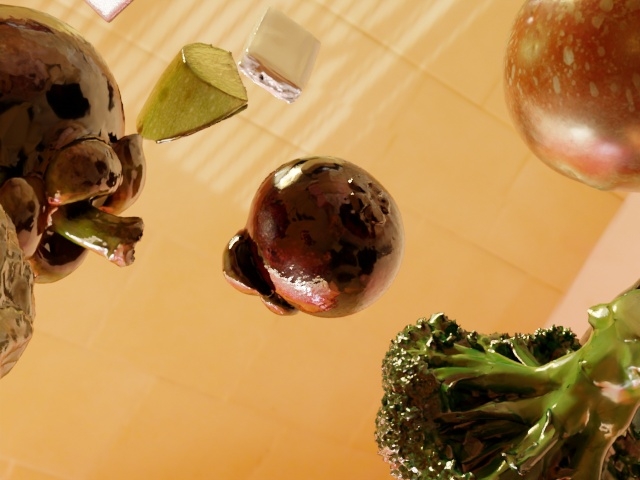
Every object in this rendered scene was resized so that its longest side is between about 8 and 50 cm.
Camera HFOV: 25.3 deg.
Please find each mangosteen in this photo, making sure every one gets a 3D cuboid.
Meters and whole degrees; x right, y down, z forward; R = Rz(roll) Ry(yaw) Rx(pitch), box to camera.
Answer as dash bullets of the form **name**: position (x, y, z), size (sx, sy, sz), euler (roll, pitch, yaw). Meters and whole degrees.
- **mangosteen**: position (0.000, 0.000, 1.691), size (0.210, 0.210, 0.210), euler (-26, -128, 38)
- **mangosteen**: position (-0.353, -0.101, 1.545), size (0.330, 0.330, 0.330), euler (-26, -128, 38)

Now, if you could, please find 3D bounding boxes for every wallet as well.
- **wallet**: position (-0.051, -0.235, 1.799), size (0.033, 0.095, 0.190), euler (-52, -171, 29)

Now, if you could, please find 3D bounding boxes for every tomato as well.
- **tomato**: position (0.317, -0.157, 1.464), size (0.270, 0.270, 0.222), euler (4, -110, 49)

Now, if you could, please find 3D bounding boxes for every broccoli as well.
- **broccoli**: position (0.190, 0.159, 1.240), size (0.297, 0.297, 0.297), euler (-56, -144, 34)

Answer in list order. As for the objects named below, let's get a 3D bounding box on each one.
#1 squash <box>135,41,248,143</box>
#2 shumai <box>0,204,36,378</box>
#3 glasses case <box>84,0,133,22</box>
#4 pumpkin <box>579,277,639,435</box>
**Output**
- **squash**: position (-0.216, -0.236, 2.187), size (0.184, 0.085, 0.192), euler (-27, -146, 3)
- **shumai**: position (-0.272, 0.042, 0.851), size (0.218, 0.256, 0.189), euler (24, -63, 51)
- **glasses case**: position (-0.141, -0.252, 1.160), size (0.190, 0.072, 0.042), euler (-32, -163, 42)
- **pumpkin**: position (0.414, 0.148, 1.464), size (0.328, 0.257, 0.291), euler (-51, -133, -7)
